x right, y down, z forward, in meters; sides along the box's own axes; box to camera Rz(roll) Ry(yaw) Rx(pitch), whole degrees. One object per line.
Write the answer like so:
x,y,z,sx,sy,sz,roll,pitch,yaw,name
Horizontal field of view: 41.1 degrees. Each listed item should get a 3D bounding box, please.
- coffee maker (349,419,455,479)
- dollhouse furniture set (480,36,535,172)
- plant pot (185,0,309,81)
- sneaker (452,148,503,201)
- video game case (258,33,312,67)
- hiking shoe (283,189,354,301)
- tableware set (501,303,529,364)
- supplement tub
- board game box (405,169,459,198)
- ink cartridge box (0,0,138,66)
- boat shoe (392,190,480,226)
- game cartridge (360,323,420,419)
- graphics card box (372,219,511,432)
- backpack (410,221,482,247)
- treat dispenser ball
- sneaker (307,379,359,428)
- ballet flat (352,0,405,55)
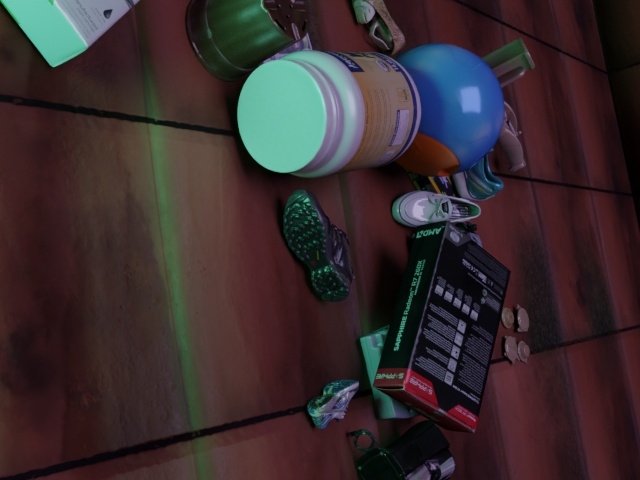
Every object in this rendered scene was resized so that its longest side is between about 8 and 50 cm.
0.164,0.414,1.642,0.178,0.120,0.171,-17,92,-54,coffee maker
0.511,-0.303,2.155,0.355,0.173,0.303,55,20,-25,dollhouse furniture set
-0.120,-0.385,1.496,0.167,0.165,0.167,22,61,-47,plant pot
0.357,-0.228,2.044,0.107,0.110,0.275,-38,107,-56,sneaker
-0.087,-0.431,1.675,0.173,0.022,0.190,-20,94,-54,video game case
0.000,0.000,1.613,0.114,0.086,0.227,-58,131,-61,hiking shoe
0.515,0.247,2.248,0.141,0.020,0.169,21,63,-46,tableware set
0.020,-0.235,1.577,0.316,0.228,0.228,-16,91,-54,supplement tub
0.277,-0.154,2.043,0.170,0.048,0.141,55,42,-26,board game box
-0.356,-0.384,1.242,0.160,0.092,0.219,55,41,-26,ink cartridge box
0.268,-0.076,1.935,0.226,0.076,0.083,-6,90,-36,boat shoe
0.193,0.263,1.790,0.294,0.060,0.196,-13,85,-54,game cartridge
0.254,0.173,1.729,0.233,0.094,0.371,34,63,-32,graphics card box
0.303,0.026,1.955,0.182,0.152,0.115,15,71,-63,backpack
0.254,-0.282,1.851,0.288,0.288,0.288,22,62,-48,treat dispenser ball
0.026,0.300,1.565,0.135,0.052,0.058,-27,111,-46,sneaker
0.123,-0.503,1.944,0.206,0.073,0.067,45,60,-30,ballet flat
